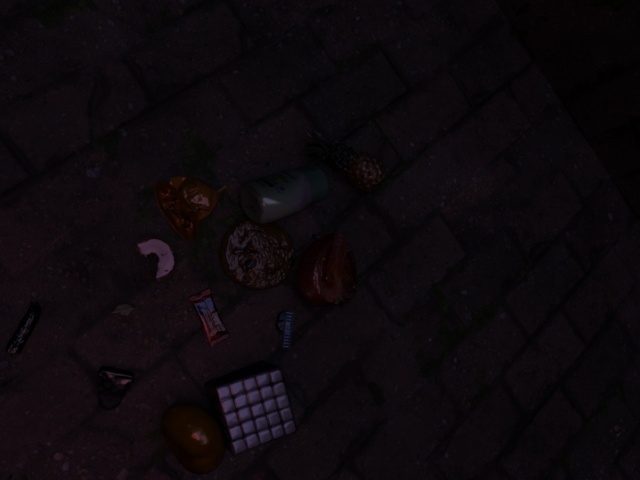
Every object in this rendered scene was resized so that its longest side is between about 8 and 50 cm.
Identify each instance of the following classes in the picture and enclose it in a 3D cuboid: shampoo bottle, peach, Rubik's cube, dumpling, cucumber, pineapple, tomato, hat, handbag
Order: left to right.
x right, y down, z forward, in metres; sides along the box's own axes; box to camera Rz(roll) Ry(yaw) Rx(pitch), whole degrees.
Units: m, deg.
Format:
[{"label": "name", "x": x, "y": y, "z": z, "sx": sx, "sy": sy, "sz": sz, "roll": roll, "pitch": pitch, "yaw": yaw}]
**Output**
[{"label": "cucumber", "x": -0.943, "y": 0.283, "z": 1.670, "sx": 0.053, "sy": 0.053, "sz": 0.181, "roll": 25, "pitch": 73, "yaw": -16}, {"label": "handbag", "x": -0.691, "y": 0.494, "z": 1.734, "sx": 0.115, "sy": 0.072, "sz": 0.139, "roll": 18, "pitch": 89, "yaw": -20}, {"label": "dumpling", "x": -0.667, "y": 0.236, "z": 1.781, "sx": 0.077, "sy": 0.059, "sz": 0.043, "roll": 17, "pitch": 85, "yaw": -20}, {"label": "peach", "x": -0.421, "y": 0.645, "z": 1.717, "sx": 0.251, "sy": 0.251, "sz": 0.153, "roll": 55, "pitch": 43, "yaw": -6}, {"label": "hat", "x": -0.422, "y": -0.154, "z": 1.873, "sx": 0.233, "sy": 0.244, "sz": 0.233, "roll": -34, "pitch": 103, "yaw": -36}, {"label": "Rubik's cube", "x": -0.245, "y": 0.567, "z": 1.801, "sx": 0.237, "sy": 0.237, "sz": 0.238, "roll": -15, "pitch": 87, "yaw": -21}, {"label": "shampoo bottle", "x": -0.119, "y": -0.185, "z": 1.994, "sx": 0.349, "sy": 0.222, "sz": 0.151, "roll": -21, "pitch": 123, "yaw": -33}, {"label": "tomato", "x": 0.004, "y": 0.120, "z": 2.008, "sx": 0.309, "sy": 0.170, "sz": 0.309, "roll": 27, "pitch": 57, "yaw": -52}, {"label": "pineapple", "x": 0.086, "y": -0.332, "z": 2.115, "sx": 0.364, "sy": 0.165, "sz": 0.165, "roll": 27, "pitch": 73, "yaw": -13}]

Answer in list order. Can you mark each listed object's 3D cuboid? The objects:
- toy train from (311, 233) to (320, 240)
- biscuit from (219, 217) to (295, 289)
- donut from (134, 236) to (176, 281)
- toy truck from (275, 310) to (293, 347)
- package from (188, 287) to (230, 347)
[{"label": "toy train", "x": 0.000, "y": 0.000, "z": 2.103, "sx": 0.083, "sy": 0.017, "sz": 0.017, "roll": 38, "pitch": 69, "yaw": -12}, {"label": "biscuit", "x": -0.232, "y": 0.049, "z": 1.973, "sx": 0.296, "sy": 0.075, "sz": 0.296, "roll": 3, "pitch": 81, "yaw": -21}, {"label": "donut", "x": -0.569, "y": 0.052, "z": 1.845, "sx": 0.117, "sy": 0.065, "sz": 0.166, "roll": -32, "pitch": 95, "yaw": -21}, {"label": "toy truck", "x": -0.132, "y": 0.334, "z": 1.968, "sx": 0.063, "sy": 0.074, "sz": 0.136, "roll": 8, "pitch": 80, "yaw": -20}, {"label": "package", "x": -0.401, "y": 0.279, "z": 1.898, "sx": 0.083, "sy": 0.022, "sz": 0.200, "roll": -23, "pitch": 90, "yaw": -24}]
